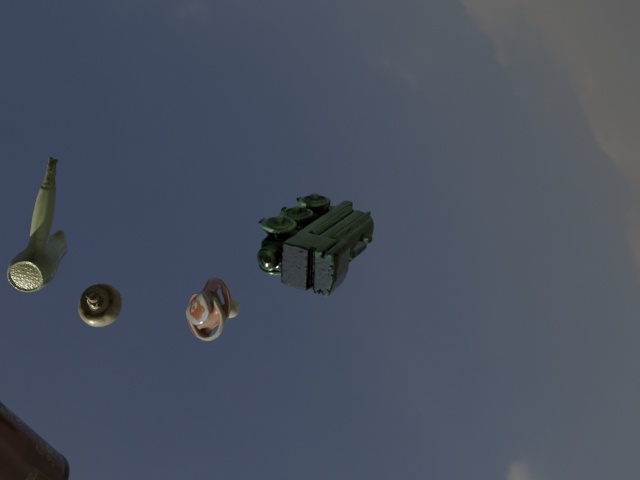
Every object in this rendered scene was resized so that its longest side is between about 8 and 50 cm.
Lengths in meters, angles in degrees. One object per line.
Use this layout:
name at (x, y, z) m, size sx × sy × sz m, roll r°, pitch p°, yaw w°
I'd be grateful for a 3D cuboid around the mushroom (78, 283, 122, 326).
mushroom at (-0.419, 0.117, 1.270) m, size 0.079 × 0.085 × 0.085 m, roll 75°, pitch -168°, yaw -64°

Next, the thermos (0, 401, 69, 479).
thermos at (-0.415, 0.174, 0.715) m, size 0.330 × 0.110 × 0.136 m, roll 60°, pitch 177°, yaw -33°

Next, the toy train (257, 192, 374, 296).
toy train at (0.000, 0.000, 0.771) m, size 0.170 × 0.111 × 0.071 m, roll -36°, pitch -44°, yaw -56°

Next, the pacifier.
pacifier at (-0.147, 0.102, 0.966) m, size 0.078 × 0.099 × 0.081 m, roll 5°, pitch -127°, yaw -50°

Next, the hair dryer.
hair dryer at (-0.499, -0.042, 1.239) m, size 0.075 × 0.237 × 0.206 m, roll 11°, pitch -163°, yaw -9°
